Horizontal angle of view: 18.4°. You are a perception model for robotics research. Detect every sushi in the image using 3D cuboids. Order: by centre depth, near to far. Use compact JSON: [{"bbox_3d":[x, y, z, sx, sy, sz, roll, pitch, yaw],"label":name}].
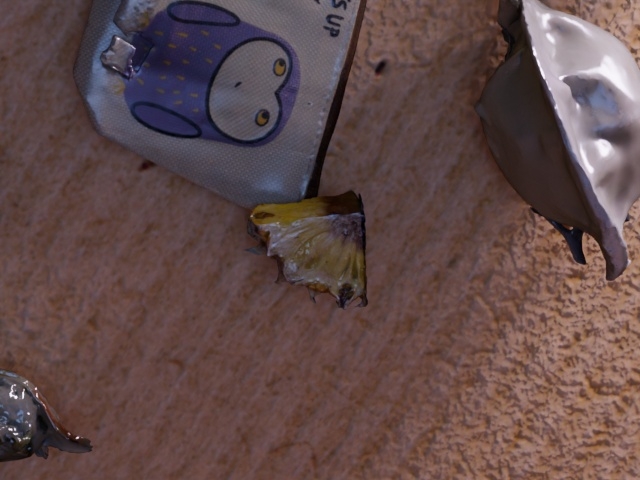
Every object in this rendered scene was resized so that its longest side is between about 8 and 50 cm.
[{"bbox_3d":[-0.343,0.142,1.781,0.273,0.134,0.109,-1,78,-8],"label":"sushi"}]

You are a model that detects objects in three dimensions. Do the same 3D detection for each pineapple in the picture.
[{"bbox_3d":[0.000,0.000,1.832,0.137,0.069,0.116,30,112,-27],"label":"pineapple"}]

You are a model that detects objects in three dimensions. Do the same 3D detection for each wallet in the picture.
[{"bbox_3d":[-0.072,-0.201,1.805,0.274,0.068,0.335,15,97,-16],"label":"wallet"}]

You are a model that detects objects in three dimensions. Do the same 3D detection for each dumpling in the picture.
[{"bbox_3d":[0.247,-0.107,1.819,0.163,0.204,0.293,-22,94,-20],"label":"dumpling"}]
